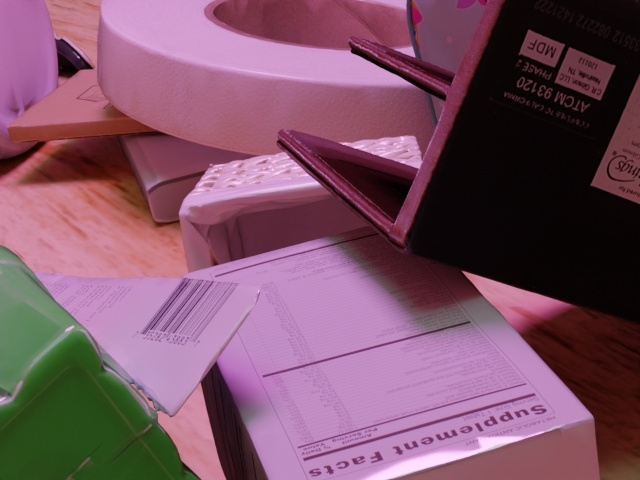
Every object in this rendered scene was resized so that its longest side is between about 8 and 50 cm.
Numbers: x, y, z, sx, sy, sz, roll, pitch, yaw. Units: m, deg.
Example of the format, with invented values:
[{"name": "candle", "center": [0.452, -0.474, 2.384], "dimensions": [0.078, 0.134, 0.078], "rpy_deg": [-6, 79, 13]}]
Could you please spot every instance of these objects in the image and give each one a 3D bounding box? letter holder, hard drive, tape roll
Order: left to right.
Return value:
[{"name": "hard drive", "center": [-0.083, -0.107, 1.322], "dimensions": [0.203, 0.040, 0.307], "rpy_deg": [-15, 23, -10]}, {"name": "tape roll", "center": [-0.003, -0.163, 1.256], "dimensions": [0.392, 0.072, 0.392], "rpy_deg": [5, 23, -2]}, {"name": "letter holder", "center": [0.156, -0.056, 0.796], "dimensions": [0.302, 0.152, 0.214], "rpy_deg": [17, 11, -26]}]

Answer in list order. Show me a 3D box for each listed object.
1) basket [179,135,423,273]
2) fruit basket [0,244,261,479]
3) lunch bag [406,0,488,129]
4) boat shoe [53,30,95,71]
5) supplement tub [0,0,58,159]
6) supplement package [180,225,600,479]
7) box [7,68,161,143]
[{"name": "basket", "center": [0.000, 0.000, 0.959], "dimensions": [0.167, 0.113, 0.103], "rpy_deg": [-8, 20, 7]}, {"name": "fruit basket", "center": [-0.214, 0.134, 0.689], "dimensions": [0.327, 0.165, 0.353], "rpy_deg": [-45, 19, -26]}, {"name": "lunch bag", "center": [0.200, -0.111, 0.992], "dimensions": [0.279, 0.224, 0.108], "rpy_deg": [7, 27, 45]}, {"name": "boat shoe", "center": [-0.305, -0.216, 1.658], "dimensions": [0.042, 0.049, 0.133], "rpy_deg": [-48, 42, -11]}, {"name": "supplement tub", "center": [-0.453, -0.173, 1.415], "dimensions": [0.338, 0.207, 0.207], "rpy_deg": [-4, 25, 17]}, {"name": "supplement package", "center": [0.027, 0.103, 0.683], "dimensions": [0.139, 0.134, 0.244], "rpy_deg": [-14, 24, -9]}, {"name": "box", "center": [-0.170, -0.135, 1.343], "dimensions": [0.201, 0.021, 0.164], "rpy_deg": [-3, 24, 19]}]
